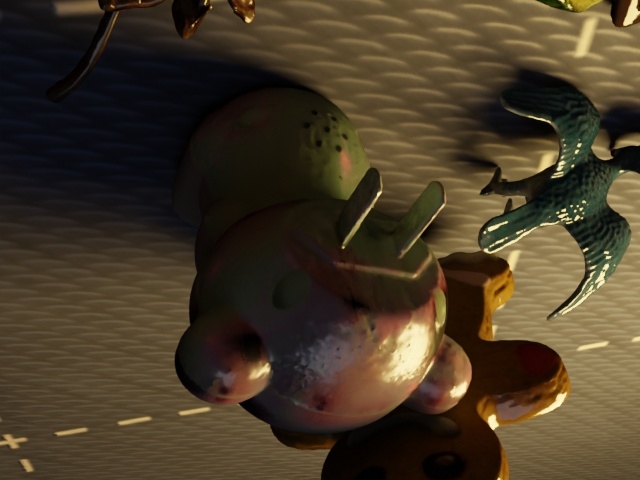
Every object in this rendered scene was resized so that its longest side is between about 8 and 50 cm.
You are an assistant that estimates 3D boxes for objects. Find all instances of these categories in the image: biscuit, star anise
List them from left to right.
[{"bbox_3d":[-0.114,-0.197,0.555,0.234,0.073,0.177,-28,152,-8],"label":"star anise"},{"bbox_3d":[0.085,0.119,0.762,0.283,0.432,0.064,-10,113,13],"label":"biscuit"}]

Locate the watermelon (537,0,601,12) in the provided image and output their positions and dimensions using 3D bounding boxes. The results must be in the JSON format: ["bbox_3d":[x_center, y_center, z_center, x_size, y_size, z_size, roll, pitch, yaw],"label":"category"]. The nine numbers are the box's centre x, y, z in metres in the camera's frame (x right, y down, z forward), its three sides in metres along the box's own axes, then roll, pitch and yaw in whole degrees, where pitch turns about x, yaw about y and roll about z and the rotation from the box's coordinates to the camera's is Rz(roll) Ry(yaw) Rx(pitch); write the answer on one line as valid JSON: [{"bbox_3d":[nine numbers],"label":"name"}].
[{"bbox_3d":[0.177,-0.229,0.607,0.092,0.075,0.181,-27,139,12],"label":"watermelon"}]

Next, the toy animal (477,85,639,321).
[{"bbox_3d":[0.248,-0.055,0.797,0.176,0.255,0.239,-11,108,38],"label":"toy animal"}]

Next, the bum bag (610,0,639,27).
[{"bbox_3d":[0.327,-0.244,0.678,0.159,0.026,0.109,-15,143,-7],"label":"bum bag"}]

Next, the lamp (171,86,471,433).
[{"bbox_3d":[0.000,0.000,0.663,0.247,0.301,0.247,13,133,-29],"label":"lamp"}]
